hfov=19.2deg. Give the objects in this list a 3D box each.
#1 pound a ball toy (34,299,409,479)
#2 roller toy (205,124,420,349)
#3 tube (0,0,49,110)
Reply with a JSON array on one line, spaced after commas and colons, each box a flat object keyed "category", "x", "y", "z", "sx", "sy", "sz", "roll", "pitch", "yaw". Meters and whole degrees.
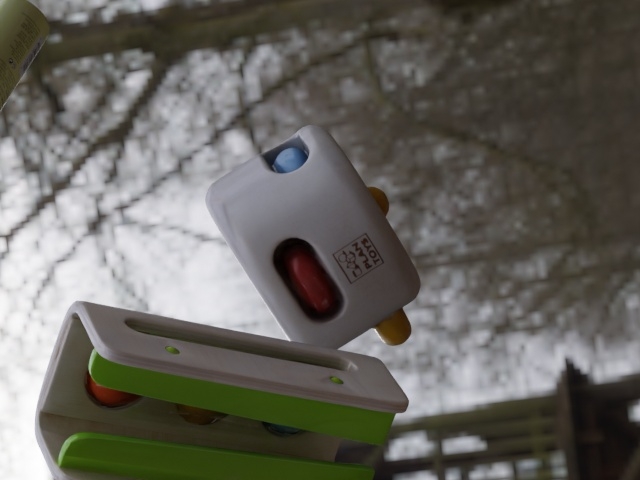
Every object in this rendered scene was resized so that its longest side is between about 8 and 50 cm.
[{"category": "pound a ball toy", "x": -0.118, "y": 0.168, "z": 1.541, "sx": 0.208, "sy": 0.319, "sz": 0.136, "roll": -71, "pitch": 25, "yaw": 17}, {"category": "roller toy", "x": 0.000, "y": 0.000, "z": 1.740, "sx": 0.209, "sy": 0.146, "sz": 0.191, "roll": 58, "pitch": 180, "yaw": 24}, {"category": "tube", "x": -0.320, "y": -0.115, "z": 1.673, "sx": 0.070, "sy": 0.062, "sz": 0.240, "roll": 39, "pitch": -123, "yaw": -22}]
